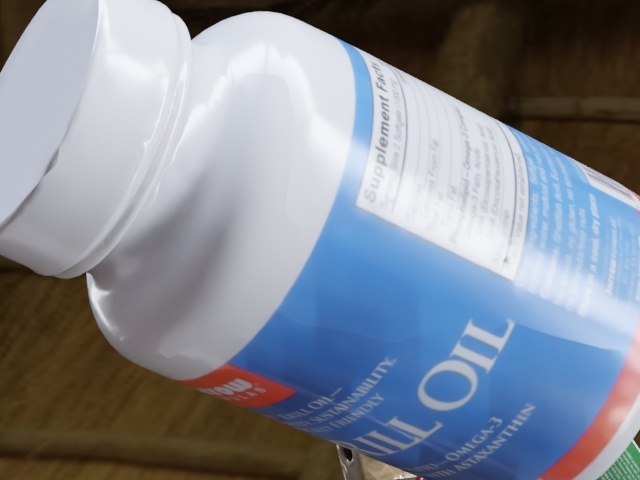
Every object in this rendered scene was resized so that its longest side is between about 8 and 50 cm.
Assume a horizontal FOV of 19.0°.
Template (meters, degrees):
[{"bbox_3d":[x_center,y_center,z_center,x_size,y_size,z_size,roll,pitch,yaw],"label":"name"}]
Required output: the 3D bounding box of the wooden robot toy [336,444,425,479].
[{"bbox_3d":[0.056,0.107,0.866,0.076,0.079,0.173,-17,-95,57],"label":"wooden robot toy"}]

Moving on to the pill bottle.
[{"bbox_3d":[0.000,0.000,0.633,0.124,0.221,0.124,-43,-146,39],"label":"pill bottle"}]

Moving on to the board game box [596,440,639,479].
[{"bbox_3d":[0.185,0.164,1.192,0.046,0.213,0.317,-34,-89,0],"label":"board game box"}]
